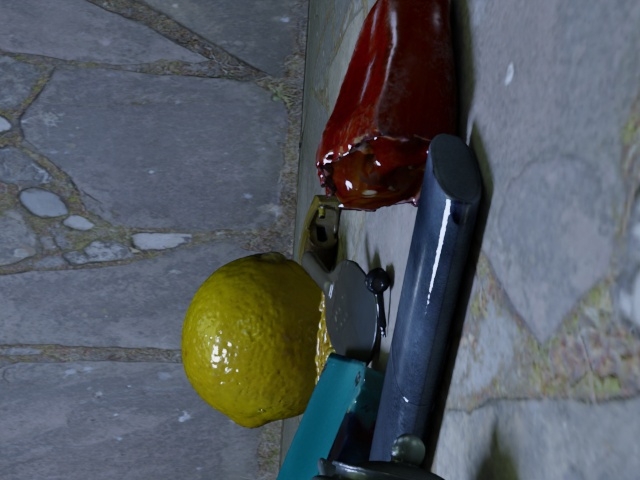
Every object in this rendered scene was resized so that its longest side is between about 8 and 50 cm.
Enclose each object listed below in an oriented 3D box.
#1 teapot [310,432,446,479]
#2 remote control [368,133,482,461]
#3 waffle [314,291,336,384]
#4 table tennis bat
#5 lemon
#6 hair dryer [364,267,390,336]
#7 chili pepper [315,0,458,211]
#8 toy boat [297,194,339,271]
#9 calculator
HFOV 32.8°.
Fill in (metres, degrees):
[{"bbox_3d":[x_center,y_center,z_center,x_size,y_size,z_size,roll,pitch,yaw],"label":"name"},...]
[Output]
[{"bbox_3d":[0.055,0.210,0.756,0.239,0.162,0.149,-6,67,60],"label":"teapot"},{"bbox_3d":[0.086,0.094,0.961,0.107,0.044,0.378,-85,2,-55],"label":"remote control"},{"bbox_3d":[0.024,0.182,1.570,0.160,0.055,0.211,-134,49,-82],"label":"waffle"},{"bbox_3d":[0.026,0.077,1.442,0.234,0.022,0.131,-129,46,-54],"label":"table tennis bat"},{"bbox_3d":[-0.097,0.165,1.798,0.293,0.292,0.293,-177,90,-85],"label":"lemon"},{"bbox_3d":[0.071,0.073,1.306,0.079,0.031,0.083,-45,-49,-81],"label":"hair dryer"},{"bbox_3d":[0.072,-0.160,1.001,0.144,0.136,0.253,47,-132,-58],"label":"chili pepper"},{"bbox_3d":[0.000,0.000,1.992,0.226,0.068,0.088,104,164,-52],"label":"toy boat"},{"bbox_3d":[0.004,0.269,1.290,0.248,0.058,0.274,156,137,-76],"label":"calculator"}]
